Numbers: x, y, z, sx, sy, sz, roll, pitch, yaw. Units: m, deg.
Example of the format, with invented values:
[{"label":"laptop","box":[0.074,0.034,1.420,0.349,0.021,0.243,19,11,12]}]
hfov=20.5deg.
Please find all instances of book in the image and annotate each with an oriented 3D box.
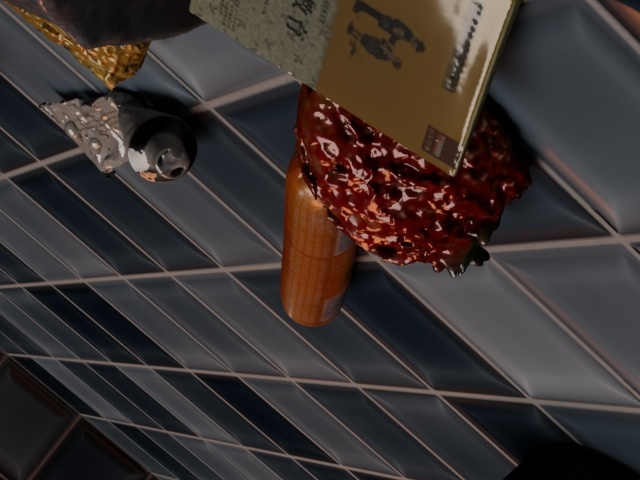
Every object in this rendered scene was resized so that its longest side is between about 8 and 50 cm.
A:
[{"label":"book","box":[0.012,-0.118,0.870,0.172,0.012,0.118,33,138,17]}]

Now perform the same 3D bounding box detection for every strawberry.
[{"label":"strawberry","box":[0.040,-0.045,0.973,0.140,0.085,0.192,37,163,10]}]

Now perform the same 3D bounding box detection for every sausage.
[{"label":"sausage","box":[0.000,0.000,1.233,0.053,0.053,0.348,35,165,9]}]

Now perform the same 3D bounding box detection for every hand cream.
[{"label":"hand cream","box":[-0.150,-0.078,1.354,0.084,0.050,0.257,46,169,-20]}]

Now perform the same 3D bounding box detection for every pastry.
[{"label":"pastry","box":[-0.171,-0.162,1.146,0.140,0.056,0.080,39,153,2]}]

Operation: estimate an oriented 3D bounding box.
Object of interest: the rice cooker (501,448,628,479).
[{"label":"rice cooker","box":[0.192,0.309,1.375,0.267,0.224,0.267,34,165,10]}]

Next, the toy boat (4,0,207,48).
[{"label":"toy boat","box":[-0.185,-0.200,0.893,0.293,0.111,0.276,30,-173,4]}]
